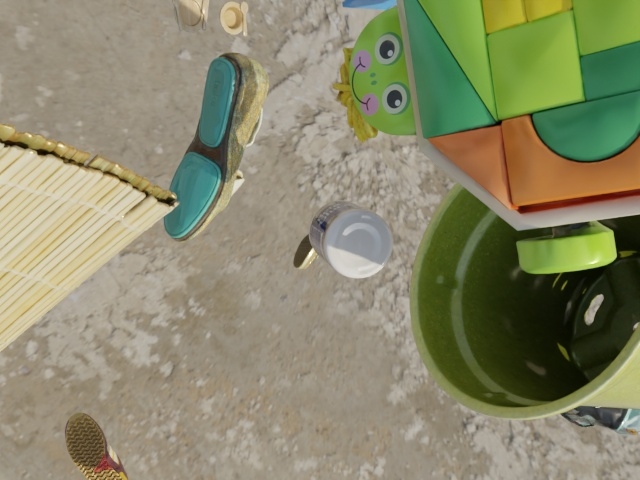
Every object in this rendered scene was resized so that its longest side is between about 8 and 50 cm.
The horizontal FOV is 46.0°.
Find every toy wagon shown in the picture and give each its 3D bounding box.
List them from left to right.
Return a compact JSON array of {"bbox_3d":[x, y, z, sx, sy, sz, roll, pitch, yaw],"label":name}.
[{"bbox_3d":[0.138,-0.116,0.425,0.344,0.068,0.267,-8,90,37],"label":"toy wagon"}]

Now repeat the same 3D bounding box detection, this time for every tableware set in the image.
[{"bbox_3d":[-0.179,-0.419,1.273,0.020,0.168,0.141,12,103,45],"label":"tableware set"}]

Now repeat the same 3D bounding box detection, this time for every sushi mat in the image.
[{"bbox_3d":[-0.235,0.050,0.439,0.316,0.151,0.019,-37,63,19],"label":"sushi mat"}]

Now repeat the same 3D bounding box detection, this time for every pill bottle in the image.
[{"bbox_3d":[0.035,-0.007,1.069,0.094,0.169,0.094,-2,99,-12],"label":"pill bottle"}]

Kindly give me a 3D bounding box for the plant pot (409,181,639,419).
[{"bbox_3d":[0.277,0.065,0.782,0.253,0.276,0.276,22,102,-38],"label":"plant pot"}]

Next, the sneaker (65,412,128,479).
[{"bbox_3d":[-0.409,0.394,1.373,0.069,0.084,0.186,-25,97,-15],"label":"sneaker"}]

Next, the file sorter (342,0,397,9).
[{"bbox_3d":[0.132,-0.538,1.497,0.118,0.170,0.105,-10,91,-35],"label":"file sorter"}]

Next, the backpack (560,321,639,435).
[{"bbox_3d":[0.427,0.209,1.153,0.144,0.188,0.166,28,77,-5],"label":"backpack"}]

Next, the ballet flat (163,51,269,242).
[{"bbox_3d":[-0.172,-0.153,1.319,0.123,0.123,0.349,20,108,0],"label":"ballet flat"}]

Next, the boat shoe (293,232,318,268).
[{"bbox_3d":[-0.001,-0.001,1.545,0.048,0.056,0.153,40,69,-29],"label":"boat shoe"}]
